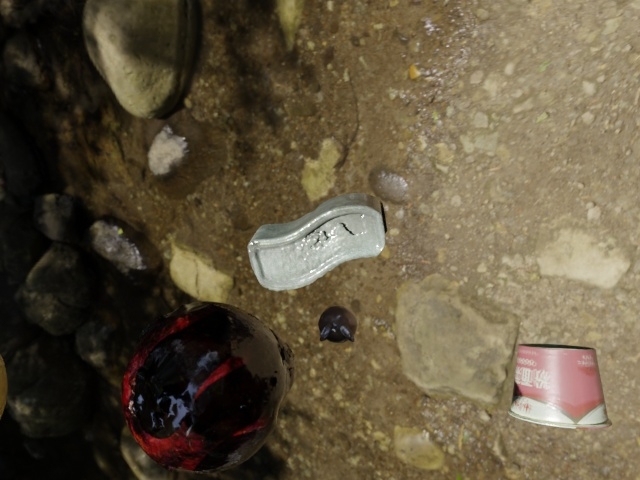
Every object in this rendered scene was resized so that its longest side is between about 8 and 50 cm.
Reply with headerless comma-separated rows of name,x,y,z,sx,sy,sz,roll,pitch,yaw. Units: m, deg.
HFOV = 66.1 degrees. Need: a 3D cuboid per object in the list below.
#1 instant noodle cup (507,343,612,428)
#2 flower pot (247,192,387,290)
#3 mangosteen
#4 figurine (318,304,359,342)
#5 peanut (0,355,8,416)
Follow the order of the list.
instant noodle cup,0.590,0.355,1.232,0.234,0.234,0.178,-6,79,40
flower pot,0.000,0.000,0.810,0.229,0.108,0.103,-20,103,10
mangosteen,-0.255,0.319,1.142,0.381,0.421,0.381,1,96,7
figurine,0.054,0.258,1.492,0.125,0.138,0.125,1,95,7
peanut,-0.517,0.265,0.641,0.147,0.147,0.319,27,97,25
